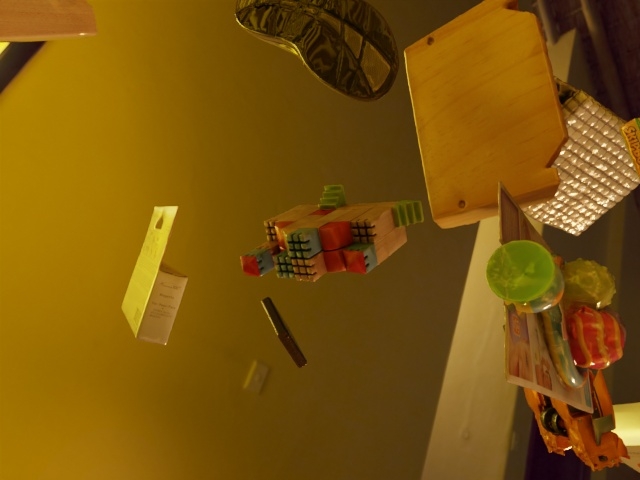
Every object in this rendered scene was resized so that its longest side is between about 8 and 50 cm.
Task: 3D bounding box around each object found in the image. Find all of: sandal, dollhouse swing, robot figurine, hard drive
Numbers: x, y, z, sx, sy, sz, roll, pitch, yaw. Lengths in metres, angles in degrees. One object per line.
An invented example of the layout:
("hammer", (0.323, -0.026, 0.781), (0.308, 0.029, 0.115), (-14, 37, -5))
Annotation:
("sandal", (-0.001, -0.307, 0.700), (0.303, 0.120, 0.086), (41, 10, 24))
("dollhouse swing", (0.344, -0.214, 0.934), (0.315, 0.346, 0.305), (-18, -16, 42))
("robot figurine", (0.387, 0.204, 0.774), (0.085, 0.290, 0.211), (-10, -13, -4))
("hard drive", (-0.073, 0.179, 0.927), (0.094, 0.022, 0.135), (63, -8, -28))

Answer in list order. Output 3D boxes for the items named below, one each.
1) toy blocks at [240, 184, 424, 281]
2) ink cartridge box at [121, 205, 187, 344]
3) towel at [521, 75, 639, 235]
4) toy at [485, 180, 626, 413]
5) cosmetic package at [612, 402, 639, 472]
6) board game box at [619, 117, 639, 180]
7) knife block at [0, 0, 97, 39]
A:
("toy blocks", (0.000, 0.000, 1.035), (0.382, 0.261, 0.190), (1, -70, 35))
("ink cartridge box", (-0.318, 0.054, 0.932), (0.060, 0.238, 0.275), (20, -6, -27))
("towel", (0.466, -0.153, 0.900), (0.284, 0.121, 0.235), (20, -51, -23))
("toy", (0.204, 0.057, 0.373), (0.056, 0.136, 0.237), (-13, -28, 40))
("cosmetic package", (0.728, 0.369, 0.781), (0.285, 0.097, 0.377), (34, -30, -3))
("board game box", (0.558, -0.126, 0.669), (0.260, 0.124, 0.039), (-10, -12, -17))
("knife block", (-0.380, -0.196, 0.396), (0.088, 0.242, 0.276), (25, -9, 47))
